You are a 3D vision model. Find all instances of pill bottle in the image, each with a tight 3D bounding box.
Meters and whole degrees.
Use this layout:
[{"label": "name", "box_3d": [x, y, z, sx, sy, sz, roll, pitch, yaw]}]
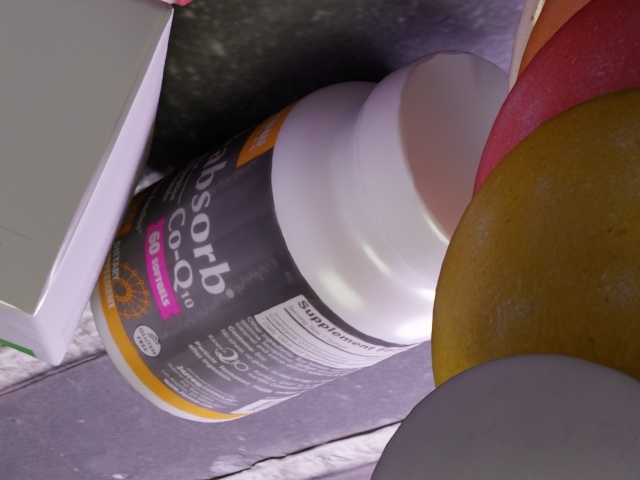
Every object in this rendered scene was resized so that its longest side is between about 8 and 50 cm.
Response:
[{"label": "pill bottle", "box_3d": [0.000, 0.000, 1.071, 0.162, 0.162, 0.278, 30, 143, -30]}]

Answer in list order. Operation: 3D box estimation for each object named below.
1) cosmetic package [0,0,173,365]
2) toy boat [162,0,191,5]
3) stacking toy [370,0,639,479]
[{"label": "cosmetic package", "box_3d": [-0.194, -0.049, 0.914, 0.197, 0.155, 0.365, 23, 172, -2]}, {"label": "toy boat", "box_3d": [-0.069, -0.220, 0.784, 0.151, 0.151, 0.231, -25, 146, -3]}, {"label": "stacking toy", "box_3d": [0.164, 0.035, 0.710, 0.350, 0.480, 0.351, 13, 120, 24]}]
